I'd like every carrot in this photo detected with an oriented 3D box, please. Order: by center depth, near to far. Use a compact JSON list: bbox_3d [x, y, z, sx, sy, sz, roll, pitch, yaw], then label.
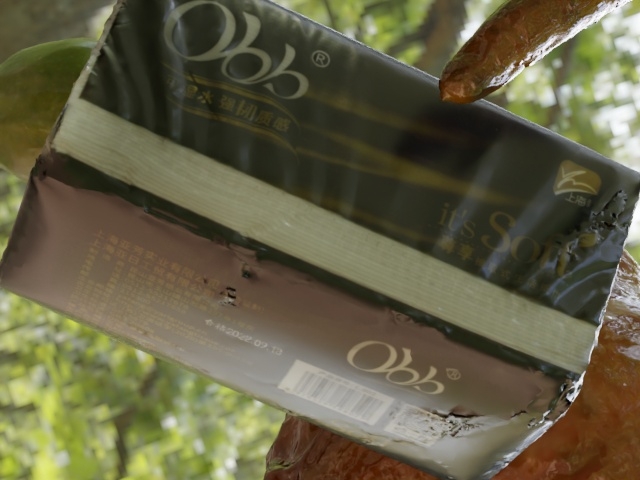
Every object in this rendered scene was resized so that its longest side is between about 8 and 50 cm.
[{"bbox_3d":[0.152,-0.148,1.161,0.061,0.209,0.061,49,-13,16],"label":"carrot"}]

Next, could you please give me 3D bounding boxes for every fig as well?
[{"bbox_3d":[-0.269,-0.135,1.934,0.167,0.233,0.167,-164,-90,-84],"label":"fig"}]

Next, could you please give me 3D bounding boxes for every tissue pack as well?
[{"bbox_3d":[0.000,0.000,1.233,0.210,0.370,0.198,125,-12,-54],"label":"tissue pack"}]

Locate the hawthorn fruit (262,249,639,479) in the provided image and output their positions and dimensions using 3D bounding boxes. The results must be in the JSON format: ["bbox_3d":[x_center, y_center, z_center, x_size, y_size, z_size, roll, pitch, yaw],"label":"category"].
[{"bbox_3d":[0.155,0.220,1.640,0.472,0.471,0.472,161,-90,-78],"label":"hawthorn fruit"}]
